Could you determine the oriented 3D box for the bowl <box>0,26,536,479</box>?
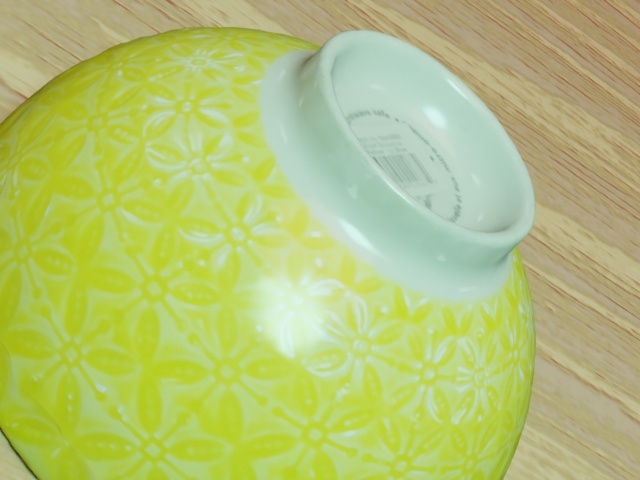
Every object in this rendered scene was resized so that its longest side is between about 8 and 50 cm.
[{"bbox_3d":[0.000,0.000,0.562,0.289,0.156,0.289,28,38,-24],"label":"bowl"}]
